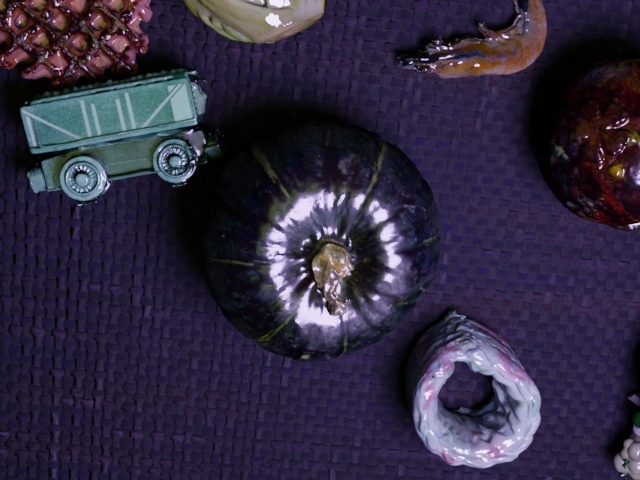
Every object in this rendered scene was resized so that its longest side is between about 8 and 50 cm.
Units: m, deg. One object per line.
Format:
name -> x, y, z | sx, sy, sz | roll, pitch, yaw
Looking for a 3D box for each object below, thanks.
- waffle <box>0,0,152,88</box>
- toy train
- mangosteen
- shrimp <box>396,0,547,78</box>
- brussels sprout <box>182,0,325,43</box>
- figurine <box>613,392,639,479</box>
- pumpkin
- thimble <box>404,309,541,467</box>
waffle -> -0.341, -0.313, 1.078 | 0.234, 0.055, 0.221 | -4, 102, -8
toy train -> -0.266, -0.138, 1.102 | 0.270, 0.115, 0.154 | -11, 97, -1
mangosteen -> 0.425, -0.122, 1.125 | 0.231, 0.231, 0.289 | -52, 143, 9
shrimp -> 0.208, -0.297, 1.124 | 0.219, 0.046, 0.152 | -11, 106, -5
brussels sprout -> -0.084, -0.359, 1.036 | 0.223, 0.161, 0.223 | -3, 97, -26
figurine -> 0.529, 0.293, 1.281 | 0.147, 0.094, 0.197 | 41, 70, -42
pumpkin -> 0.000, 0.000, 1.086 | 0.323, 0.241, 0.323 | -1, 99, -4
thimble -> 0.218, 0.218, 1.210 | 0.185, 0.149, 0.210 | -14, 105, 2
